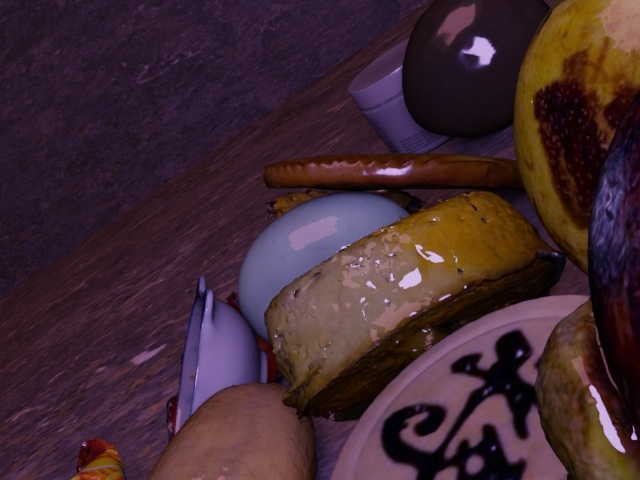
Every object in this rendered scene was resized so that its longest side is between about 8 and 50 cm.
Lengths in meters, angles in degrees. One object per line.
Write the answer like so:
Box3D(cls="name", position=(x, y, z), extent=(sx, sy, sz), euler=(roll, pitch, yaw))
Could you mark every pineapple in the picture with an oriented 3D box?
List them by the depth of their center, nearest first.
Box3D(cls="pineapple", position=(0.033, -0.023, 1.154), extent=(0.225, 0.076, 0.225), euler=(-4, 15, 1))

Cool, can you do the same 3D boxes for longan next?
Box3D(cls="longan", position=(0.230, -0.262, 1.268), extent=(0.248, 0.248, 0.248), euler=(-34, 17, 12))

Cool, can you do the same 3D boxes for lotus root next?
Box3D(cls="lotus root", position=(-0.077, 0.216, 0.738), extent=(0.146, 0.130, 0.303), euler=(-32, 18, 22))

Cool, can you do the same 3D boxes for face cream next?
Box3D(cls="face cream", position=(0.159, -0.243, 1.458), extent=(0.177, 0.153, 0.177), euler=(-35, 18, 13))

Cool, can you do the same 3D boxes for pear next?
Box3D(cls="pear", position=(0.269, -0.079, 0.595), extent=(0.284, 0.283, 0.283), euler=(-34, 17, 12))

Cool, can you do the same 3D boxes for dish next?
Box3D(cls="dish", position=(-0.107, 0.152, 0.958), extent=(0.236, 0.086, 0.227), euler=(116, 159, -52))

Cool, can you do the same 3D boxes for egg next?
Box3D(cls="egg", position=(0.009, 0.036, 0.978), extent=(0.231, 0.168, 0.168), euler=(-32, 17, 23))

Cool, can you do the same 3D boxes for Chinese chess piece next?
Box3D(cls="Chinese chess piece", position=(0.126, 0.148, 0.558), extent=(0.257, 0.104, 0.257), euler=(-35, 16, 11))

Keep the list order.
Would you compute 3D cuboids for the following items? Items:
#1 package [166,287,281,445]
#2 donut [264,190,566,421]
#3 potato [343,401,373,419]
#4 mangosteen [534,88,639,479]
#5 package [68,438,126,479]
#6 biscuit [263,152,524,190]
Box3D(cls="package", position=(-0.133, 0.153, 1.141), extent=(0.194, 0.071, 0.269), euler=(-48, 17, 16))
Box3D(cls="donut", position=(0.067, 0.050, 0.710), extent=(0.272, 0.107, 0.272), euler=(-28, -18, -10))
Box3D(cls="potato", position=(0.045, 0.120, 0.866), extent=(0.096, 0.066, 0.103), euler=(-27, 22, 41))
Box3D(cls="mangosteen", position=(0.225, 0.030, 0.326), extent=(0.300, 0.300, 0.300), euler=(-34, 17, 12))
Box3D(cls="package", position=(-0.232, 0.326, 0.771), extent=(0.223, 0.109, 0.288), euler=(-60, 10, 0))
Box3D(cls="biscuit", position=(0.089, -0.079, 1.030), extent=(0.318, 0.040, 0.318), euler=(0, 3, 0))
